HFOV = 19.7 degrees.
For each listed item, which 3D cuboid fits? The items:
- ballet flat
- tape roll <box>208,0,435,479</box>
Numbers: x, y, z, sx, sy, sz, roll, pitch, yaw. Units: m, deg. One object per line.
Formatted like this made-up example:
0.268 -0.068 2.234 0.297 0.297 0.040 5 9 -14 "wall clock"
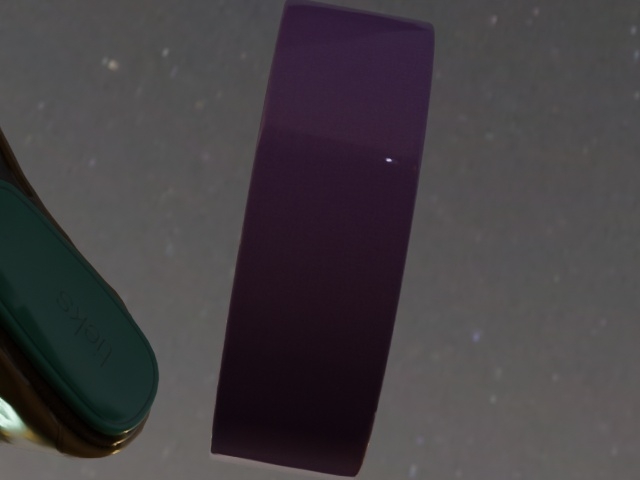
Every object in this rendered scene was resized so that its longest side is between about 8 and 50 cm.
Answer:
-0.137 -0.017 0.597 0.073 0.080 0.232 -9 -60 38 "ballet flat"
0.000 0.000 1.078 0.090 0.275 0.275 9 -44 -1 "tape roll"
